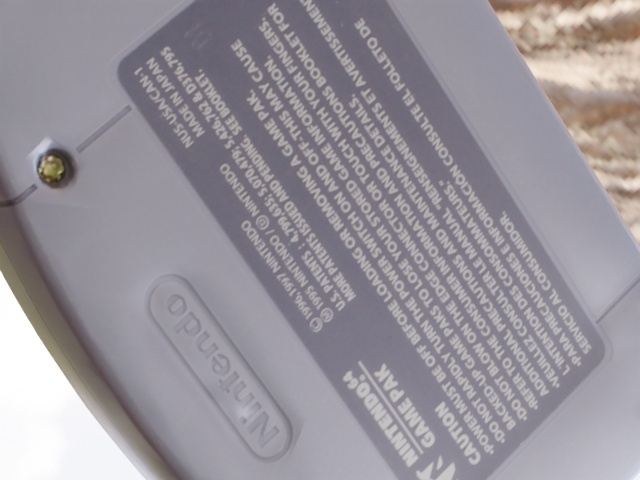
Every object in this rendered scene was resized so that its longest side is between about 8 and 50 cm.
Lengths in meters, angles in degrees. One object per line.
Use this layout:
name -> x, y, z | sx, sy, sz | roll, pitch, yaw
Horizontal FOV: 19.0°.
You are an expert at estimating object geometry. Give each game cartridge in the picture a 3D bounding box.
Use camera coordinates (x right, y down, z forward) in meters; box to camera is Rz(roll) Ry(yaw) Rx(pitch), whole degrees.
game cartridge -> 0.000, 0.000, 0.670 | 0.198, 0.297, 0.062 | -40, -160, -18
